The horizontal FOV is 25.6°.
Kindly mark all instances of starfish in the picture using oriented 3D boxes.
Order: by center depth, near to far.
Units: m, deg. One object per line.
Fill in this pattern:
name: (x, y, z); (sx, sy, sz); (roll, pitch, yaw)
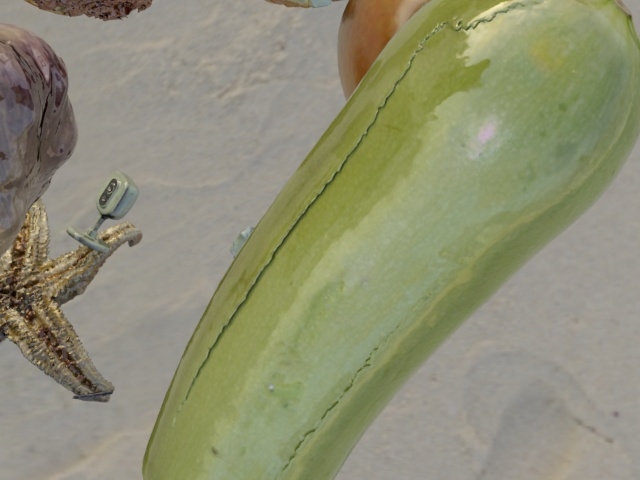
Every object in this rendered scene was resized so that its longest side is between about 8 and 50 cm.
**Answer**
starfish: (-0.348, 0.075, 1.678); (0.312, 0.113, 0.303); (-35, 66, -18)

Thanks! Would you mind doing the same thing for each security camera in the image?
security camera: (-0.247, -0.037, 1.622); (0.058, 0.058, 0.092); (27, 97, -19)

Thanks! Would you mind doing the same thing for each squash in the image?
squash: (0.015, 0.016, 0.466); (0.083, 0.083, 0.250); (28, 113, -19)

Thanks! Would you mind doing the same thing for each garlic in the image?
garlic: (-0.300, -0.071, 1.190); (0.160, 0.245, 0.245); (38, 66, 22)

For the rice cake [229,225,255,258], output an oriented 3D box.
rice cake: (0.000, 0.000, 1.521); (0.211, 0.043, 0.034); (-6, 51, -32)

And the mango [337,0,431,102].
mango: (0.107, -0.125, 1.079); (0.173, 0.317, 0.211); (-38, 93, 4)

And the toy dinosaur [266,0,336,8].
toy dinosaur: (-0.048, -0.235, 1.289); (0.212, 0.142, 0.057); (30, 72, -31)

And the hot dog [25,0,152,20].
hot dog: (-0.160, -0.179, 0.822); (0.102, 0.249, 0.076); (-21, 76, 16)
